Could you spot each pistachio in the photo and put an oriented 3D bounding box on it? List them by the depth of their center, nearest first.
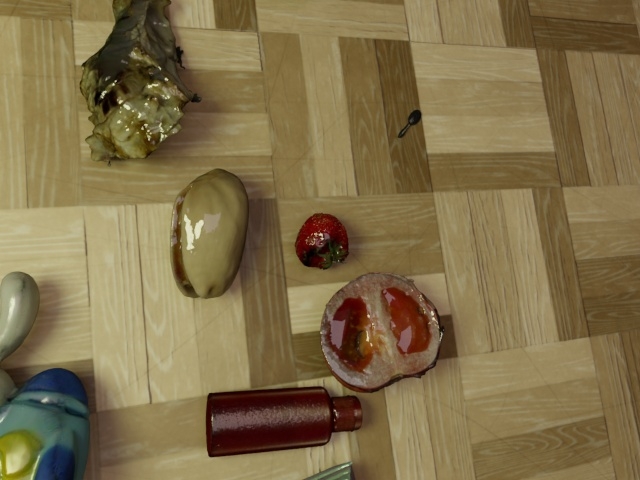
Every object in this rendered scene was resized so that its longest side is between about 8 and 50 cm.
[{"bbox_3d":[-0.183,-0.014,0.964,0.152,0.126,0.223,28,68,-50],"label":"pistachio"}]

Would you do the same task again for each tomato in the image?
[{"bbox_3d":[0.093,0.164,1.032,0.227,0.112,0.199,-8,75,-20],"label":"tomato"}]

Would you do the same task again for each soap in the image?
[{"bbox_3d":[-0.004,0.428,0.951,0.149,0.100,0.056,-25,95,3],"label":"soap"}]

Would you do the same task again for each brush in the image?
[{"bbox_3d":[0.183,-0.240,1.195,0.024,0.008,0.083,43,69,-10],"label":"brush"}]

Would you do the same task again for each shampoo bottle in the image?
[{"bbox_3d":[-0.059,0.300,0.976,0.260,0.064,0.102,1,79,-19],"label":"shampoo bottle"}]

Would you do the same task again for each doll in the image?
[{"bbox_3d":[-0.453,0.287,0.796,0.365,0.187,0.376,45,92,3],"label":"doll"}]

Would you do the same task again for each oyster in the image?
[{"bbox_3d":[-0.296,-0.287,0.965,0.197,0.133,0.337,0,63,7],"label":"oyster"}]

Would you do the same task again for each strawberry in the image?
[{"bbox_3d":[0.000,-0.001,1.044,0.106,0.106,0.106,4,78,-19],"label":"strawberry"}]
